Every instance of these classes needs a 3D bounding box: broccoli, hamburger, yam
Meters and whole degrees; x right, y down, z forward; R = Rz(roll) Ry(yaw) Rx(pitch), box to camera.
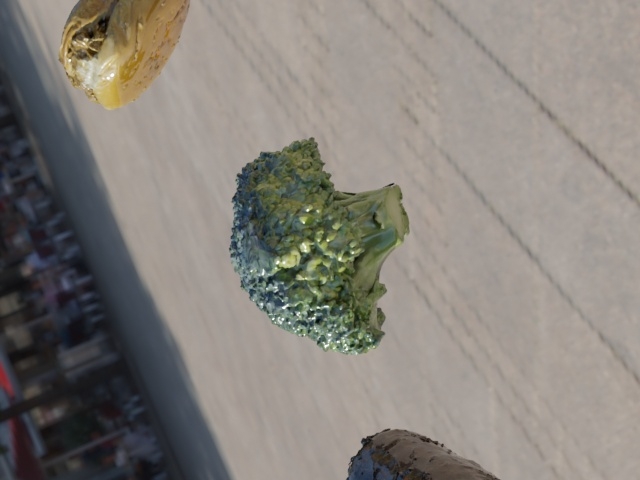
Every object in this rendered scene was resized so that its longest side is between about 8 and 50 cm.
[{"bbox_3d":[-0.003,0.000,1.286,0.176,0.226,0.198,2,130,29],"label":"broccoli"},{"bbox_3d":[-0.173,-0.193,1.161,0.083,0.147,0.138,30,163,0],"label":"hamburger"},{"bbox_3d":[0.133,0.272,1.250,0.279,0.131,0.131,19,130,65],"label":"yam"}]
